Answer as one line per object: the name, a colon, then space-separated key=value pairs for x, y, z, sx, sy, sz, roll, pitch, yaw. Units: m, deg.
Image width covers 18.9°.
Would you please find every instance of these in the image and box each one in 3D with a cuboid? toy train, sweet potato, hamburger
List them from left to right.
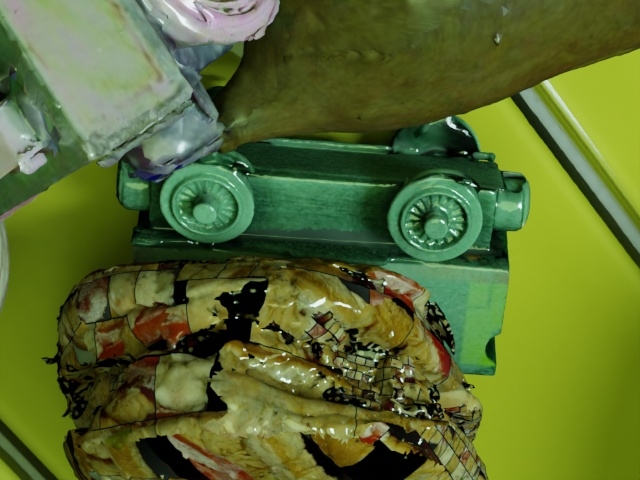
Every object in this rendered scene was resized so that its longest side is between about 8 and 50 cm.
toy train: x=-0.135 y=-0.132 z=0.799 sx=0.134 sy=0.177 sz=0.261 roll=-26 pitch=99 yaw=43
hamburger: x=-0.028 y=0.096 z=0.935 sx=0.231 sy=0.107 sz=0.231 roll=2 pitch=147 yaw=1
toy train: x=0.000 y=0.000 z=0.947 sx=0.200 sy=0.083 sz=0.132 roll=5 pitch=124 yaw=1
sweet potato: x=0.099 y=-0.149 z=0.860 sx=0.369 sy=0.158 sz=0.158 roll=-22 pitch=113 yaw=14

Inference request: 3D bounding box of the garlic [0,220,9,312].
garlic: x=-0.208 y=-0.051 z=0.894 sx=0.199 sy=0.199 sz=0.226 roll=39 pitch=73 yaw=-18
